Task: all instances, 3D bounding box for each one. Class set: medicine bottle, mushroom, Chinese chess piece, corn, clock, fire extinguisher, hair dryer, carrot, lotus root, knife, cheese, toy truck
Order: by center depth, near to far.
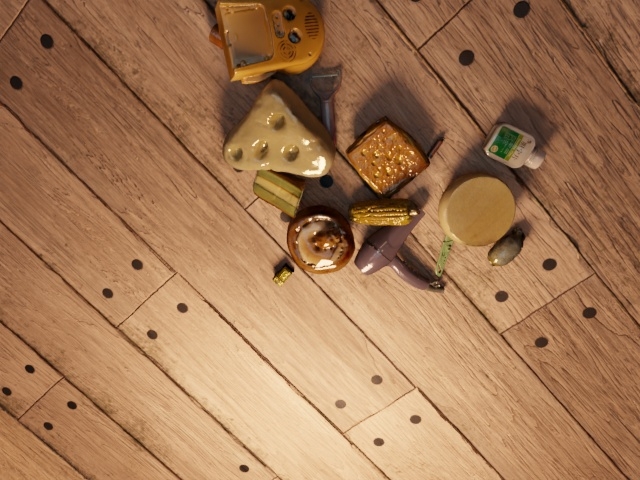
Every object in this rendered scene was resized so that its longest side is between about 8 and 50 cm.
[{"bbox_3d":[-0.140,-0.617,1.354,0.317,0.200,0.244,-12,109,-9],"label":"clock"},{"bbox_3d":[0.630,-0.299,1.450,0.183,0.069,0.119,25,108,-4],"label":"medicine bottle"},{"bbox_3d":[-0.258,-0.620,1.457,0.210,0.061,0.061,30,110,-8],"label":"carrot"},{"bbox_3d":[-0.133,-0.305,1.493,0.328,0.129,0.351,39,125,-15],"label":"cheese"},{"bbox_3d":[0.015,-0.418,1.495,0.124,0.053,0.277,-1,108,13],"label":"knife"},{"bbox_3d":[0.520,-0.103,1.497,0.251,0.097,0.250,0,102,-2],"label":"Chinese chess piece"},{"bbox_3d":[0.389,-0.312,1.497,0.028,0.022,0.083,46,112,29],"label":"fire extinguisher"},{"bbox_3d":[0.211,-0.097,1.521,0.262,0.097,0.097,2,111,34],"label":"corn"},{"bbox_3d":[0.651,0.028,1.557,0.088,0.088,0.165,41,99,-8],"label":"lotus root"},{"bbox_3d":[0.456,-0.012,1.577,0.043,0.020,0.292,10,101,-23],"label":"knife"},{"bbox_3d":[0.000,0.000,1.585,0.253,0.153,0.253,2,101,10],"label":"mushroom"},{"bbox_3d":[0.333,0.069,1.615,0.361,0.121,0.301,40,100,-17],"label":"hair dryer"},{"bbox_3d":[-0.144,0.135,1.702,0.049,0.054,0.083,41,109,-8],"label":"toy truck"}]

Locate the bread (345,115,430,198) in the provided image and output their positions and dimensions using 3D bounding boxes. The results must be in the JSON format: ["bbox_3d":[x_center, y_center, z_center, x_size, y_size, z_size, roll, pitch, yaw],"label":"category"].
[{"bbox_3d":[0.222,-0.279,1.494,0.210,0.099,0.235,-40,106,20],"label":"bread"}]

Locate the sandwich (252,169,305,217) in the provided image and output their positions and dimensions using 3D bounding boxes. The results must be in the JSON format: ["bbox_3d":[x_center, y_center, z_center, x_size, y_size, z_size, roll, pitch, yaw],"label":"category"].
[{"bbox_3d":[-0.152,-0.174,1.550,0.188,0.144,0.117,18,108,0],"label":"sandwich"}]
